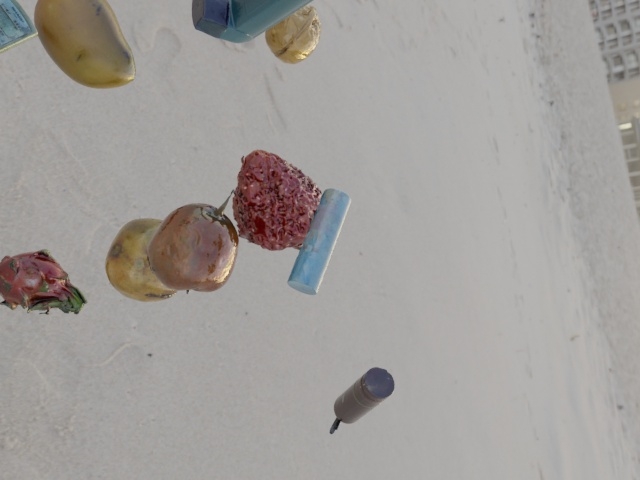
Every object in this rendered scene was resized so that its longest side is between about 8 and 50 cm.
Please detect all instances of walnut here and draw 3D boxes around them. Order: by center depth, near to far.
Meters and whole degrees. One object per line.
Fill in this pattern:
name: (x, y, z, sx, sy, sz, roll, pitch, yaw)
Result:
walnut: (-0.076, -0.603, 1.474, 0.159, 0.159, 0.207, 56, 44, -40)

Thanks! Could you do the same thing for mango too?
mango: (-0.632, -0.543, 1.384, 0.317, 0.211, 0.173, 54, -3, 1)

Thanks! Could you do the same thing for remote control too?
remote control: (-0.698, -0.409, 1.030, 0.233, 0.038, 0.098, -43, 115, -28)

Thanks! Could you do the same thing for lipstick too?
lipstick: (0.000, 0.000, 0.760, 0.048, 0.048, 0.158, 47, 57, -48)

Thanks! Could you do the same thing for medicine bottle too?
medicine bottle: (-0.096, -0.420, 0.872, 0.124, 0.258, 0.079, 15, 66, -52)

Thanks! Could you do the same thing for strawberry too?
strawberry: (-0.086, -0.079, 0.977, 0.202, 0.184, 0.187, 68, 28, -19)

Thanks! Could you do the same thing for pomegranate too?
pomegranate: (-0.510, 0.057, 1.538, 0.260, 0.260, 0.261, 27, 59, -58)

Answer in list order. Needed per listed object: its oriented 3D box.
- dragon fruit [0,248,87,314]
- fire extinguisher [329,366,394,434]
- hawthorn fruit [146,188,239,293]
dragon fruit: (-0.876, 0.153, 1.580, 0.200, 0.198, 0.269, -40, 97, -24)
fire extinguisher: (0.056, 0.221, 0.730, 0.078, 0.045, 0.157, -55, 176, -39)
hawthorn fruit: (-0.198, 0.001, 0.859, 0.189, 0.149, 0.149, -56, 142, -7)
